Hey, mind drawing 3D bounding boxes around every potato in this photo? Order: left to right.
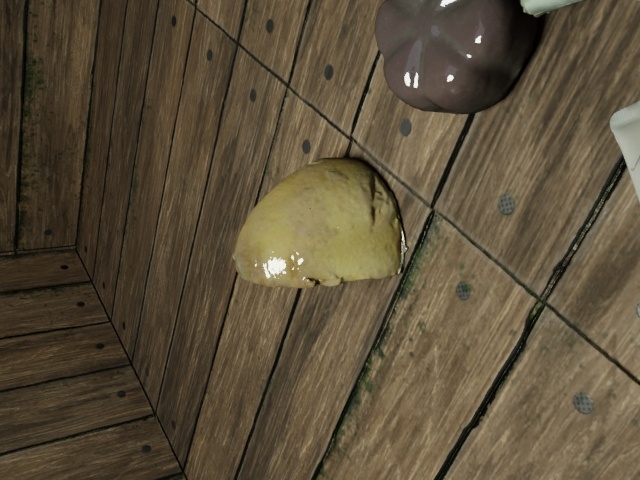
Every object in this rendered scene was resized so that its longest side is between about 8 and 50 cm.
[{"bbox_3d":[-0.008,-0.030,1.145,0.211,0.264,0.189,31,129,54],"label":"potato"}]

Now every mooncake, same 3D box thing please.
[{"bbox_3d":[0.191,-0.304,0.937,0.245,0.133,0.245,3,94,47],"label":"mooncake"}]

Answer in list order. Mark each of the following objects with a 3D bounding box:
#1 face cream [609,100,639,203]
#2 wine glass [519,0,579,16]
[{"bbox_3d":[0.421,-0.025,0.708,0.143,0.089,0.314,-27,62,52],"label":"face cream"},{"bbox_3d":[0.339,-0.294,0.743,0.183,0.122,0.122,40,126,39],"label":"wine glass"}]
